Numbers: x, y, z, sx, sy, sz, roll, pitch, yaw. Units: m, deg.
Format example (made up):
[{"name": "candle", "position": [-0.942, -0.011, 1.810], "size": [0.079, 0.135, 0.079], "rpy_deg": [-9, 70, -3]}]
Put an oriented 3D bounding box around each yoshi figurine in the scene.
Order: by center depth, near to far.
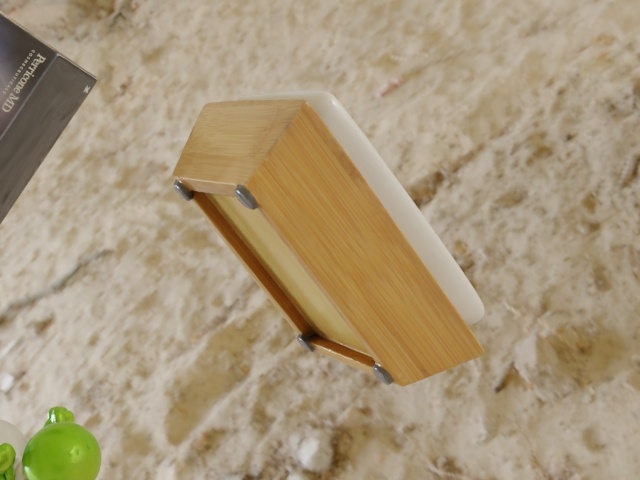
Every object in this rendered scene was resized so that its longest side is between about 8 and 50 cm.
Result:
[{"name": "yoshi figurine", "position": [-0.451, 0.309, 1.469], "size": [0.362, 0.203, 0.203], "rpy_deg": [21, 58, 26]}]

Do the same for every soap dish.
[{"name": "soap dish", "position": [0.000, 0.000, 0.921], "size": [0.118, 0.290, 0.229], "rpy_deg": [-44, 23, -17]}]

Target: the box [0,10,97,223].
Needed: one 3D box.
[{"name": "box", "position": [-0.558, -0.223, 1.497], "size": [0.296, 0.294, 0.183], "rpy_deg": [-56, -6, 1]}]
